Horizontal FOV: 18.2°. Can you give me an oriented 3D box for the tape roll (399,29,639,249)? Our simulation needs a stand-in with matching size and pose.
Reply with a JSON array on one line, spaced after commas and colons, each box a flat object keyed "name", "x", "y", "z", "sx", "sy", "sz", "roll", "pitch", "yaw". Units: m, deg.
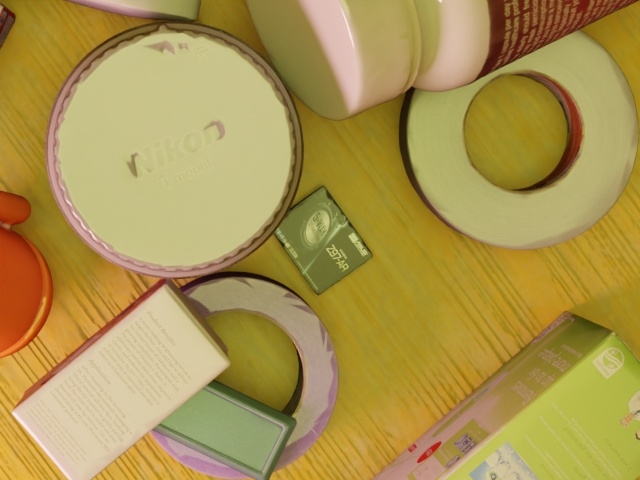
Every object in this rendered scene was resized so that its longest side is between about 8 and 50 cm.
[{"name": "tape roll", "x": 0.185, "y": -0.102, "z": 1.879, "sx": 0.219, "sy": 0.072, "sz": 0.219, "roll": 0, "pitch": 94, "yaw": -5}]

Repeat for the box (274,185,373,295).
[{"name": "box", "x": 0.000, "y": 0.000, "z": 1.896, "sx": 0.067, "sy": 0.018, "sz": 0.083, "roll": -35, "pitch": 95, "yaw": -1}]

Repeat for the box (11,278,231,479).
[{"name": "box", "x": -0.171, "y": 0.120, "z": 1.737, "sx": 0.170, "sy": 0.130, "sz": 0.091, "roll": -40, "pitch": 94, "yaw": -2}]

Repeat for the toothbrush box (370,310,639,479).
[{"name": "toothbrush box", "x": 0.177, "y": 0.206, "z": 1.827, "sx": 0.283, "sy": 0.206, "sz": 0.122, "roll": -42, "pitch": 95, "yaw": -1}]

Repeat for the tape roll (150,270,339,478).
[{"name": "tape roll", "x": -0.079, "y": 0.125, "z": 1.867, "sx": 0.189, "sy": 0.080, "sz": 0.189, "roll": 0, "pitch": 93, "yaw": -3}]

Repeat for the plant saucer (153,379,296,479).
[{"name": "plant saucer", "x": -0.120, "y": 0.153, "z": 1.817, "sx": 0.192, "sy": 0.018, "sz": 0.067, "roll": 26, "pitch": 91, "yaw": -6}]

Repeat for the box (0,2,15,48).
[{"name": "box", "x": -0.391, "y": -0.127, "z": 1.805, "sx": 0.122, "sy": 0.128, "sz": 0.257, "roll": 29, "pitch": 91, "yaw": -4}]

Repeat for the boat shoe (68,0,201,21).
[{"name": "boat shoe", "x": -0.248, "y": -0.279, "z": 1.825, "sx": 0.301, "sy": 0.108, "sz": 0.102, "roll": 17, "pitch": 91, "yaw": 0}]

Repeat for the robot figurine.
[{"name": "robot figurine", "x": -0.321, "y": 0.041, "z": 1.785, "sx": 0.128, "sy": 0.219, "sz": 0.158, "roll": -13, "pitch": 75, "yaw": 15}]

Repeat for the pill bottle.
[{"name": "pill bottle", "x": 0.140, "y": -0.266, "z": 1.738, "sx": 0.392, "sy": 0.224, "sz": 0.224, "roll": -27, "pitch": 95, "yaw": -22}]

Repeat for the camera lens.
[{"name": "camera lens", "x": -0.128, "y": -0.079, "z": 1.754, "sx": 0.219, "sy": 0.274, "sz": 0.219, "roll": 0, "pitch": 93, "yaw": -5}]
